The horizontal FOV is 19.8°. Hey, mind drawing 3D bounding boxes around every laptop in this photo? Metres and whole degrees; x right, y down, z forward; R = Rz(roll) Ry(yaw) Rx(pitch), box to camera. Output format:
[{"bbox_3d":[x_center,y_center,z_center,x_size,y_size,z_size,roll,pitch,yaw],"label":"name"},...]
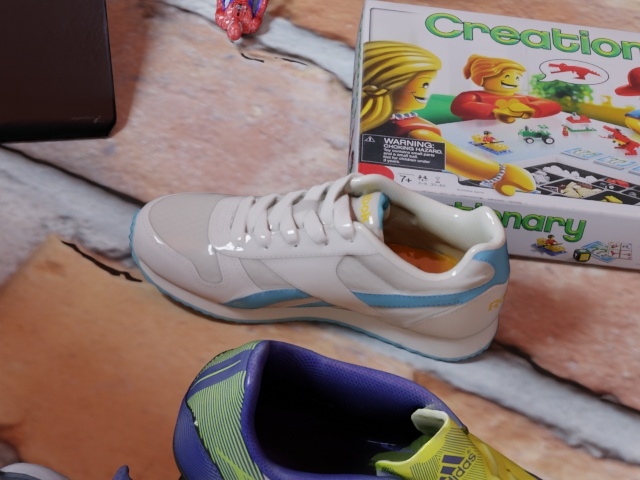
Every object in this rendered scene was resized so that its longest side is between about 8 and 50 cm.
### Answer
[{"bbox_3d":[-0.273,-0.167,1.272,0.234,0.137,0.264,-3,20,-13],"label":"laptop"}]

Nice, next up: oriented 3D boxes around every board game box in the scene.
[{"bbox_3d":[0.173,-0.067,1.215,0.305,0.053,0.193,6,44,-3],"label":"board game box"}]

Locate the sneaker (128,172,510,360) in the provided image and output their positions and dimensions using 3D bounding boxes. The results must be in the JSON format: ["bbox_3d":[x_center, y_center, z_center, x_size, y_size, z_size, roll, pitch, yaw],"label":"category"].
[{"bbox_3d":[0.000,0.000,1.090,0.228,0.092,0.087,9,46,2],"label":"sneaker"}]

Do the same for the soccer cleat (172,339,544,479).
[{"bbox_3d":[0.066,0.133,0.910,0.289,0.121,0.093,24,53,-10],"label":"soccer cleat"}]

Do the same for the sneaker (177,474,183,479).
[{"bbox_3d":[-0.048,0.150,0.964,0.071,0.068,0.170,27,54,-3],"label":"sneaker"}]

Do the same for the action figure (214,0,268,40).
[{"bbox_3d":[-0.055,-0.181,1.313,0.038,0.030,0.115,12,46,-5],"label":"action figure"}]

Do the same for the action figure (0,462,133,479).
[{"bbox_3d":[-0.062,0.139,0.740,0.330,0.179,0.341,9,23,0],"label":"action figure"}]
